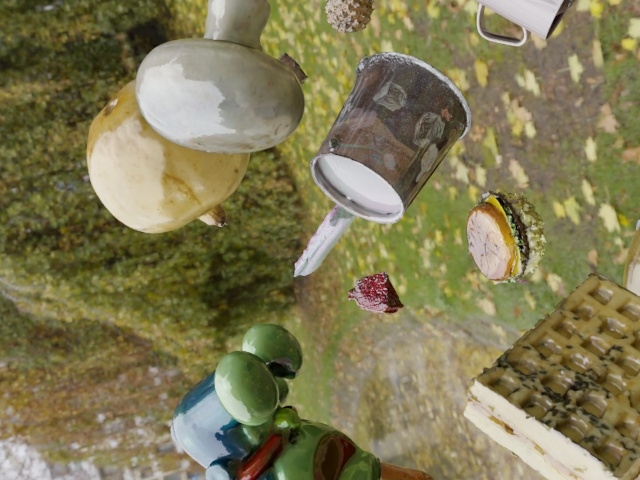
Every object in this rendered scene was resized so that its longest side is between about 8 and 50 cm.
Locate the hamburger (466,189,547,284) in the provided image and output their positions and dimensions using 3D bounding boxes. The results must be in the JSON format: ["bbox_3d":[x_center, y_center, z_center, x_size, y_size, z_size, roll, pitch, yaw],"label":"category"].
[{"bbox_3d":[0.457,-0.006,1.923,0.262,0.139,0.243,143,112,-72],"label":"hamburger"}]

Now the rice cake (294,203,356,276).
[{"bbox_3d":[0.002,-0.001,1.664,0.051,0.081,0.290,52,149,11],"label":"rice cake"}]

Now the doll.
[{"bbox_3d":[-0.039,0.255,0.821,0.322,0.186,0.198,60,-157,-3],"label":"doll"}]

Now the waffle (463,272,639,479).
[{"bbox_3d":[0.422,0.210,1.186,0.261,0.376,0.114,36,138,32],"label":"waffle"}]

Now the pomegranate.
[{"bbox_3d":[-0.298,-0.158,1.566,0.342,0.342,0.342,165,90,-82],"label":"pomegranate"}]

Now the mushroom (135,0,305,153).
[{"bbox_3d":[-0.138,-0.239,1.104,0.243,0.244,0.243,165,90,-82],"label":"mushroom"}]

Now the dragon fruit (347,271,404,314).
[{"bbox_3d":[0.123,0.133,1.756,0.131,0.063,0.097,-19,58,42],"label":"dragon fruit"}]

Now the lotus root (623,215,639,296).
[{"bbox_3d":[0.647,0.084,1.447,0.183,0.183,0.310,-129,45,-71],"label":"lotus root"}]

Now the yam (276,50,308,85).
[{"bbox_3d":[-0.094,-0.318,1.636,0.079,0.141,0.079,42,-179,-1],"label":"yam"}]

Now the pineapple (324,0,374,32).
[{"bbox_3d":[0.075,-0.567,1.681,0.237,0.111,0.119,102,-171,-55],"label":"pineapple"}]

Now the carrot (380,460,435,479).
[{"bbox_3d":[0.167,0.519,1.657,0.087,0.193,0.087,-27,52,41],"label":"carrot"}]

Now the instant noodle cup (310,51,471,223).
[{"bbox_3d":[0.105,-0.159,1.269,0.217,0.207,0.217,27,159,12],"label":"instant noodle cup"}]

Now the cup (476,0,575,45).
[{"bbox_3d":[0.562,-0.690,2.159,0.273,0.208,0.288,32,163,12],"label":"cup"}]
